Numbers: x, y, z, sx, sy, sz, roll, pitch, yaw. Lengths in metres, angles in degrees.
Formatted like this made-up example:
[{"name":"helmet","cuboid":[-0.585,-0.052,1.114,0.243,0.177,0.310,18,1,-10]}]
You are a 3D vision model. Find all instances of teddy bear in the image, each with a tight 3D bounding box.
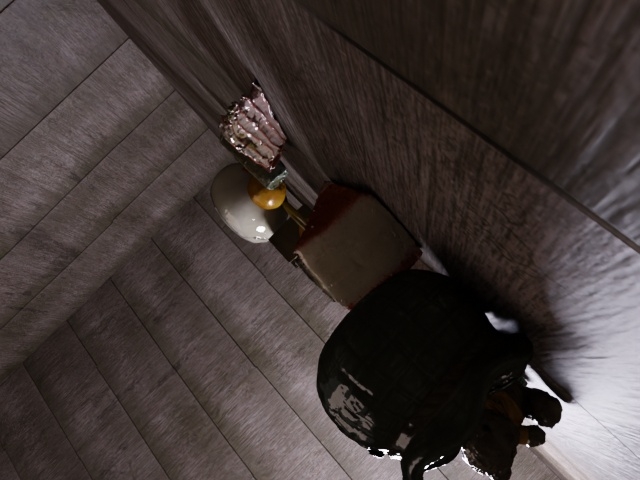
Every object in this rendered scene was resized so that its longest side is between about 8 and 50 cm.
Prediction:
[{"name":"teddy bear","cuboid":[0.302,0.307,0.767,0.177,0.190,0.140,43,144,-1]}]

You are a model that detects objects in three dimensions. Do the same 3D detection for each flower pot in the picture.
[{"name":"flower pot","cuboid":[0.148,0.194,0.653,0.213,0.302,0.302,40,175,29]}]

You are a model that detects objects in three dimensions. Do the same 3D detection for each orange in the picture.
[{"name":"orange","cuboid":[-0.205,-0.202,1.722,0.158,0.136,0.159,25,-132,-31]}]

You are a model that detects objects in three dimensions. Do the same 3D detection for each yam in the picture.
[{"name":"yam","cuboid":[-0.206,-0.258,1.361,0.259,0.093,0.093,45,177,20]}]

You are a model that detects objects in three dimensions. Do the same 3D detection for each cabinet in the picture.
[{"name":"cabinet","cuboid":[-0.087,-0.016,1.853,0.148,0.215,0.175,45,178,13]}]

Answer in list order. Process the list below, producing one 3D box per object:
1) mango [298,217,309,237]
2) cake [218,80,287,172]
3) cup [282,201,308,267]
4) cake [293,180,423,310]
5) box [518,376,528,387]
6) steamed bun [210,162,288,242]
[{"name":"mango","cuboid":[0.016,0.016,1.666,0.257,0.138,0.187,51,-176,-38]},{"name":"cake","cuboid":[-0.137,-0.213,0.809,0.135,0.098,0.287,45,178,5]},{"name":"cup","cuboid":[-0.002,0.022,1.145,0.254,0.179,0.256,18,179,-8]},{"name":"cake","cuboid":[0.075,-0.037,0.770,0.158,0.159,0.262,46,-148,-21]},{"name":"box","cuboid":[0.284,0.207,0.896,0.279,0.041,0.153,46,161,-22]},{"name":"steamed bun","cuboid":[-0.286,-0.185,1.925,0.374,0.241,0.374,42,-157,-23]}]
